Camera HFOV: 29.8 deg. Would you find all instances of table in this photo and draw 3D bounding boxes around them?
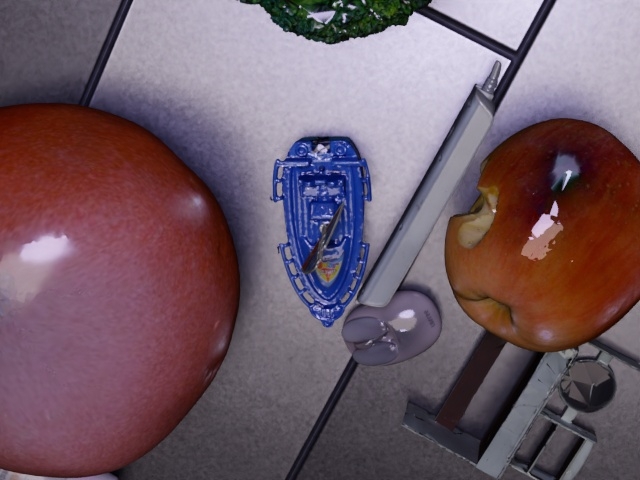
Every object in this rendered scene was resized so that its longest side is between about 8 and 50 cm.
[{"bbox_3d":[0.187,0.144,1.106,0.175,0.062,0.146,28,108,2],"label":"table"}]

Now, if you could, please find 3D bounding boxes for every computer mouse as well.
[{"bbox_3d":[0.065,0.084,1.114,0.096,0.039,0.066,-22,102,14],"label":"computer mouse"}]

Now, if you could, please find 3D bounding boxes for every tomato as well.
[{"bbox_3d":[-0.245,0.052,1.024,0.341,0.273,0.342,2,107,7],"label":"tomato"}]

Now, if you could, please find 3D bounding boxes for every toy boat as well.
[{"bbox_3d":[0.000,0.000,1.062,0.091,0.110,0.175,0,109,8],"label":"toy boat"}]

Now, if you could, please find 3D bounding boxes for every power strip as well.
[{"bbox_3d":[0.100,-0.045,1.060,0.027,0.060,0.253,28,109,-1],"label":"power strip"}]

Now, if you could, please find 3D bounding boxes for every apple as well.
[{"bbox_3d":[0.191,-0.001,0.998,0.199,0.199,0.199,2,107,7],"label":"apple"}]

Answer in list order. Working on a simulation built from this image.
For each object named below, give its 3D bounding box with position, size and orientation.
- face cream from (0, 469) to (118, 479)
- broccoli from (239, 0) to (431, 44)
[{"bbox_3d":[-0.325,0.199,1.181,0.269,0.082,0.082,29,108,-2],"label":"face cream"},{"bbox_3d":[0.007,-0.295,0.883,0.297,0.297,0.298,-4,78,20],"label":"broccoli"}]
